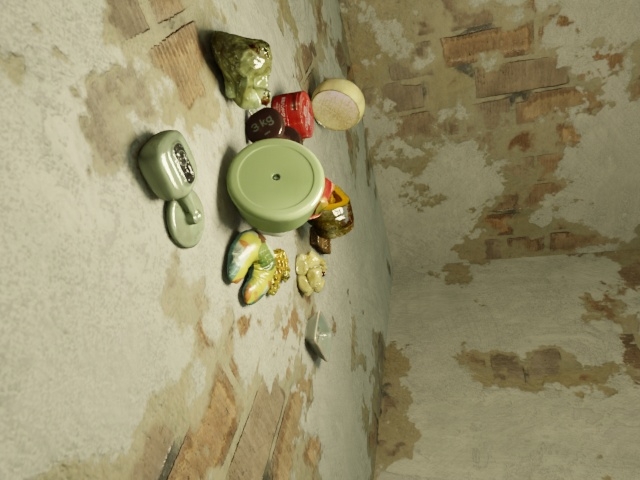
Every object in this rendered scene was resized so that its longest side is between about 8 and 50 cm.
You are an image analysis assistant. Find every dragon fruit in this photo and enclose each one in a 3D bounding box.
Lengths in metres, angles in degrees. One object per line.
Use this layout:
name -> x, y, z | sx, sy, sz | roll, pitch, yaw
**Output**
dragon fruit -> -0.067, -0.181, 1.826 | 0.224, 0.227, 0.224 | 49, 5, -6

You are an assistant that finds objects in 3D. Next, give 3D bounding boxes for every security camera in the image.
security camera -> -0.333, -0.115, 1.163 | 0.157, 0.080, 0.302 | -76, 157, -49

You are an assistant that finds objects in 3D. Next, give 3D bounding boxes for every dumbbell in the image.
dumbbell -> -0.159, -0.368, 1.702 | 0.124, 0.140, 0.225 | 66, 12, 15

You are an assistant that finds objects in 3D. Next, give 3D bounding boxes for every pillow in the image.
pillow -> -0.214, 0.082, 1.498 | 0.233, 0.086, 0.214 | 71, 32, -46

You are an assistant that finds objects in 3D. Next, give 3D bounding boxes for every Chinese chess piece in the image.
Chinese chess piece -> 0.085, -0.669, 2.378 | 0.270, 0.270, 0.112 | 65, 37, -48

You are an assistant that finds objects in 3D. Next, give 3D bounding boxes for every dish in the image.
dish -> -0.008, 0.425, 2.078 | 0.234, 0.064, 0.154 | 66, 25, -44

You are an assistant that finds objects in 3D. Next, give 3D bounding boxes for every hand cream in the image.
hand cream -> -0.108, -0.498, 1.934 | 0.193, 0.125, 0.193 | -7, 90, -73

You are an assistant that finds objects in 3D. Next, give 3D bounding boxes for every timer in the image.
timer -> -0.145, -0.123, 1.552 | 0.315, 0.290, 0.291 | 103, -9, -64

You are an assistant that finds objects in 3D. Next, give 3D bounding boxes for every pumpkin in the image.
pumpkin -> 0.005, -0.127, 2.029 | 0.317, 0.221, 0.139 | -121, -159, -54

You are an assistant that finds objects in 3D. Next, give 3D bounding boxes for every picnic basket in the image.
picnic basket -> 0.000, 0.000, 2.255 | 0.193, 0.054, 0.110 | 46, 42, -65

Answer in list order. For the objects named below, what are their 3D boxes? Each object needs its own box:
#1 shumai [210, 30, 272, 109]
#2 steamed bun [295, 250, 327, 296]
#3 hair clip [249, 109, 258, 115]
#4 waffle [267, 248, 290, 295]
shumai -> -0.242, -0.521, 1.483 | 0.256, 0.189, 0.218 | -96, -169, -63
steamed bun -> -0.029, 0.141, 2.027 | 0.177, 0.106, 0.192 | 40, 49, -65
hair clip -> -0.238, -0.476, 1.674 | 0.054, 0.022, 0.137 | -76, 155, -46
waffle -> -0.152, 0.114, 1.724 | 0.194, 0.051, 0.149 | -65, 144, -60
